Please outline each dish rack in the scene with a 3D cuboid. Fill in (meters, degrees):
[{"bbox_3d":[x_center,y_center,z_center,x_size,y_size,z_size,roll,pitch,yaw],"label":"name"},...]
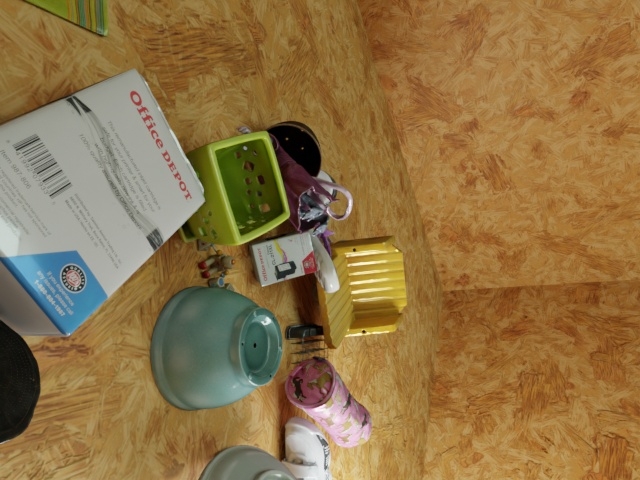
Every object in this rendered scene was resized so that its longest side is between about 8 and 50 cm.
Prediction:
[{"bbox_3d":[-0.034,0.421,1.509,0.208,0.074,0.272,14,73,-61],"label":"dish rack"}]

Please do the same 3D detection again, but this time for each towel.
[{"bbox_3d":[-0.503,-0.475,0.835,0.237,0.021,0.102,-1,84,-64],"label":"towel"}]

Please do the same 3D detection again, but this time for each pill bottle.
[{"bbox_3d":[-0.007,-0.184,1.609,0.245,0.130,0.131,-29,110,-82],"label":"pill bottle"}]

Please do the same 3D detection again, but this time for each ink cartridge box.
[{"bbox_3d":[-0.111,0.050,1.318,0.072,0.175,0.128,-161,-123,-72],"label":"ink cartridge box"},{"bbox_3d":[-0.411,-0.079,0.756,0.286,0.166,0.395,68,31,-28],"label":"ink cartridge box"}]

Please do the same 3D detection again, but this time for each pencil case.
[{"bbox_3d":[0.035,0.506,1.374,0.167,0.160,0.386,-89,157,-43],"label":"pencil case"}]

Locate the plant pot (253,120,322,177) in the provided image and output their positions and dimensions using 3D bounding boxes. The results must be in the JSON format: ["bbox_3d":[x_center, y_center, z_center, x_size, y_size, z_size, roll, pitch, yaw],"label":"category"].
[{"bbox_3d":[-0.090,-0.300,1.453,0.230,0.215,0.216,-78,151,-61],"label":"plant pot"}]

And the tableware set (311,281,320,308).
[{"bbox_3d":[0.010,0.191,1.710,0.141,0.020,0.169,63,32,-34],"label":"tableware set"}]

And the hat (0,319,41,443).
[{"bbox_3d":[-0.509,0.157,0.506,0.134,0.331,0.331,-46,141,-2],"label":"hat"}]

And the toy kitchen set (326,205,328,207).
[{"bbox_3d":[0.007,-0.184,1.795,0.068,0.075,0.083,25,15,-19],"label":"toy kitchen set"}]

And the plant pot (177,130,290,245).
[{"bbox_3d":[-0.236,-0.118,1.065,0.228,0.207,0.227,-36,116,-56],"label":"plant pot"}]

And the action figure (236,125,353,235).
[{"bbox_3d":[-0.099,-0.200,1.260,0.275,0.248,0.370,-24,65,-34],"label":"action figure"}]

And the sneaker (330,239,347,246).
[{"bbox_3d":[0.136,0.166,1.845,0.150,0.135,0.366,-41,123,-59],"label":"sneaker"}]

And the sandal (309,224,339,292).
[{"bbox_3d":[0.001,0.011,1.457,0.416,0.102,0.169,-114,-167,-45],"label":"sandal"}]

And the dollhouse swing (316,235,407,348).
[{"bbox_3d":[0.162,0.191,1.605,0.305,0.314,0.347,-75,158,-78],"label":"dollhouse swing"}]

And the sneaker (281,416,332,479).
[{"bbox_3d":[-0.058,0.720,1.304,0.210,0.137,0.366,-36,119,-63],"label":"sneaker"}]

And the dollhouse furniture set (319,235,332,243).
[{"bbox_3d":[0.026,0.025,1.712,0.114,0.081,0.091,67,30,-29],"label":"dollhouse furniture set"}]

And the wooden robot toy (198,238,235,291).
[{"bbox_3d":[-0.252,0.070,1.141,0.076,0.079,0.173,-45,123,-58],"label":"wooden robot toy"}]

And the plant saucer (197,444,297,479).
[{"bbox_3d":[-0.116,0.663,1.043,0.400,0.100,0.400,43,21,-21],"label":"plant saucer"}]

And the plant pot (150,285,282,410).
[{"bbox_3d":[-0.213,0.246,1.045,0.293,0.196,0.293,28,59,-59],"label":"plant pot"}]
